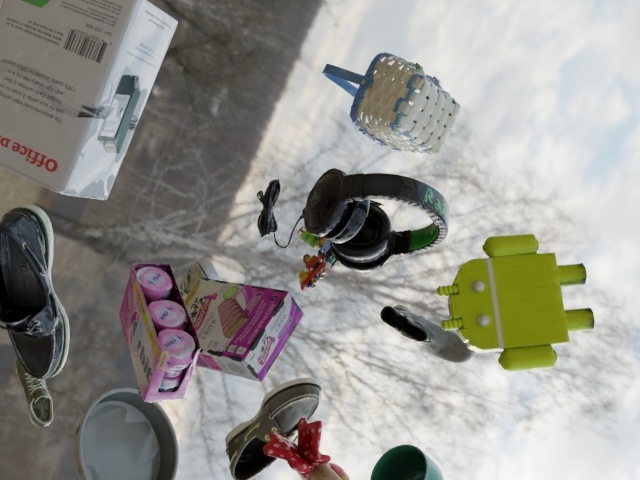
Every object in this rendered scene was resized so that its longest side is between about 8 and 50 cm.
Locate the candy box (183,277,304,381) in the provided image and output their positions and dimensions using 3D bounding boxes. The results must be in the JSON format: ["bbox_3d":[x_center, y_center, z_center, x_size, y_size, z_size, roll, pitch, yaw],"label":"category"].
[{"bbox_3d":[-0.168,0.158,1.553,0.233,0.071,0.159,5,-130,39],"label":"candy box"}]

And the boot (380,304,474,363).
[{"bbox_3d":[0.261,0.239,2.095,0.083,0.246,0.161,-63,169,5],"label":"boot"}]

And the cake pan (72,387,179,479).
[{"bbox_3d":[-0.463,0.498,2.007,0.054,0.293,0.293,-25,-142,34],"label":"cake pan"}]

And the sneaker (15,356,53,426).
[{"bbox_3d":[-0.700,0.370,2.098,0.086,0.064,0.192,-2,-79,56],"label":"sneaker"}]

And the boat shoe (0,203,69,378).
[{"bbox_3d":[-0.540,0.111,1.540,0.113,0.127,0.340,-53,150,-68],"label":"boat shoe"}]

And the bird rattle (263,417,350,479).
[{"bbox_3d":[0.005,0.416,1.432,0.143,0.253,0.207,-51,174,-21],"label":"bird rattle"}]

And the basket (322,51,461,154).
[{"bbox_3d":[0.168,-0.323,1.996,0.289,0.255,0.201,22,-92,42],"label":"basket"}]

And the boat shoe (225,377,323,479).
[{"bbox_3d":[-0.091,0.383,1.710,0.305,0.109,0.091,-47,-146,33],"label":"boat shoe"}]

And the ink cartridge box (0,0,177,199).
[{"bbox_3d":[-0.366,-0.228,1.211,0.289,0.211,0.121,-67,163,4],"label":"ink cartridge box"}]

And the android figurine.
[{"bbox_3d":[0.346,0.111,1.520,0.056,0.273,0.248,92,-5,-75],"label":"android figurine"}]

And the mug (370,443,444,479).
[{"bbox_3d":[0.165,0.481,1.654,0.157,0.097,0.129,-23,-141,29],"label":"mug"}]

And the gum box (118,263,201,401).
[{"bbox_3d":[-0.236,0.135,1.235,0.188,0.062,0.107,61,-41,42],"label":"gum box"}]

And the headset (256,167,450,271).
[{"bbox_3d":[0.053,-0.061,1.624,0.394,0.243,0.185,-7,-120,26],"label":"headset"}]

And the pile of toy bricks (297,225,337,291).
[{"bbox_3d":[0.000,0.000,1.887,0.212,0.105,0.118,-49,169,-27],"label":"pile of toy bricks"}]

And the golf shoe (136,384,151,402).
[{"bbox_3d":[-0.299,0.252,1.723,0.069,0.086,0.176,42,-76,42],"label":"golf shoe"}]

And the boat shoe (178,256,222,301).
[{"bbox_3d":[-0.324,0.128,2.238,0.094,0.109,0.302,-27,170,-20],"label":"boat shoe"}]
